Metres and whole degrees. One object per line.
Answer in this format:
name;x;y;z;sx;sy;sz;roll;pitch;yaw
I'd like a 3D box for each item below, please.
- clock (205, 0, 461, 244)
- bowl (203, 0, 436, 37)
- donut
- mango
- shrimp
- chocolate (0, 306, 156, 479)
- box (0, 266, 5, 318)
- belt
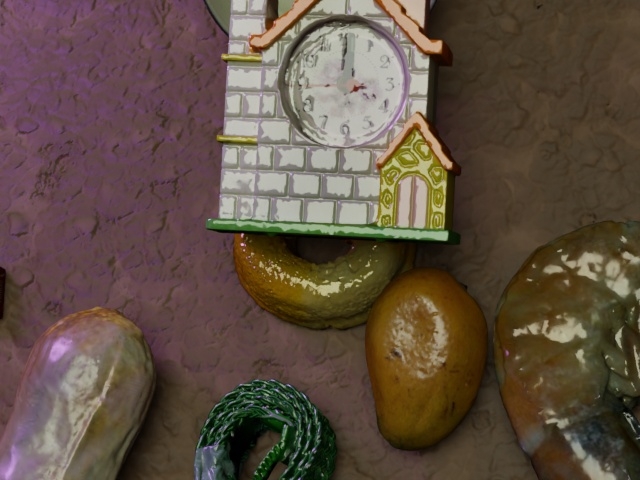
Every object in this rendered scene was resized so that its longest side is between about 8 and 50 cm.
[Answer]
clock;0.018;-0.127;1.561;0.220;0.106;0.255;2;89;10
bowl;-0.002;-0.289;1.662;0.238;0.237;0.126;-13;31;7
donut;0.000;0.000;1.647;0.178;0.065;0.162;11;78;14
mango;0.099;0.107;1.591;0.115;0.089;0.165;-10;79;8
shrimp;0.318;0.185;1.542;0.272;0.085;0.445;-17;70;1
chocolate;-0.244;0.209;1.609;0.134;0.134;0.309;21;81;15
box;-0.356;0.052;1.724;0.082;0.023;0.051;-1;75;10
belt;-0.051;0.209;1.605;0.121;0.079;0.151;14;68;24
